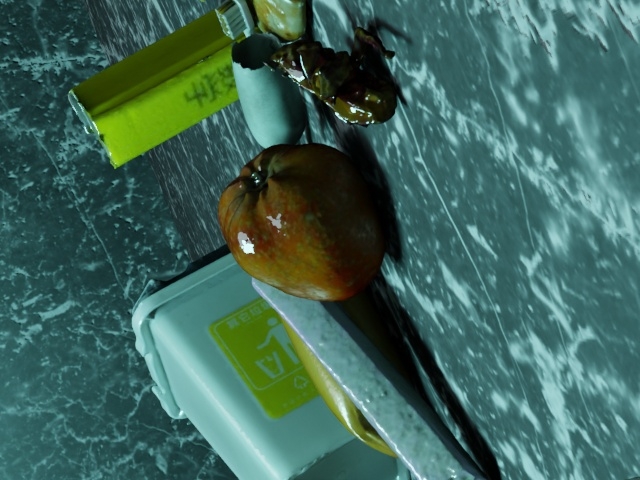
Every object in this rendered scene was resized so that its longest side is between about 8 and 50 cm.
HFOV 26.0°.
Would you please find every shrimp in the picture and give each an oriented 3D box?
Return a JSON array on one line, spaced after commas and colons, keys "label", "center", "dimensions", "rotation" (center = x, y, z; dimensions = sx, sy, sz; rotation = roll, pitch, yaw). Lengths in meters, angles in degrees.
[{"label": "shrimp", "center": [-0.096, -0.320, 1.326], "dimensions": [0.294, 0.062, 0.154], "rotation": [54, 163, 1]}]

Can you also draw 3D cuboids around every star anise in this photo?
[{"label": "star anise", "center": [0.024, -0.139, 1.148], "dimensions": [0.097, 0.070, 0.190], "rotation": [42, 175, -18]}]

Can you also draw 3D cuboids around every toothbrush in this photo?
[{"label": "toothbrush", "center": [-0.049, -0.140, 1.462], "dimensions": [0.025, 0.030, 0.342], "rotation": [42, 167, 31]}]

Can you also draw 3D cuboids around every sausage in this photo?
[{"label": "sausage", "center": [0.030, 0.122, 1.533], "dimensions": [0.112, 0.112, 0.328], "rotation": [86, 159, -59]}]

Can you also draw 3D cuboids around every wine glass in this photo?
[{"label": "wine glass", "center": [-0.039, -0.111, 1.421], "dimensions": [0.074, 0.074, 0.262], "rotation": [59, 171, 38]}]

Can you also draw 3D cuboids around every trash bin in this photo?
[{"label": "trash bin", "center": [-0.055, 0.205, 1.811], "dimensions": [0.368, 0.255, 0.296], "rotation": [48, 158, 37]}]

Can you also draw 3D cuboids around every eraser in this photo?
[{"label": "eraser", "center": [-0.165, -0.179, 1.565], "dimensions": [0.069, 0.226, 0.158], "rotation": [63, 172, -26]}]

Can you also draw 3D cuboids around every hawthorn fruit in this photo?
[{"label": "hawthorn fruit", "center": [0.000, 0.000, 1.373], "dimensions": [0.203, 0.162, 0.162], "rotation": [43, -177, -31]}]

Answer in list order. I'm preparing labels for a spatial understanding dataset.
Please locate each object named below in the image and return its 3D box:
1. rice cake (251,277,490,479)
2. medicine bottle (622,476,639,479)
[{"label": "rice cake", "center": [0.046, 0.139, 1.421], "dimensions": [0.365, 0.056, 0.072], "rotation": [49, -171, 28]}, {"label": "medicine bottle", "center": [0.216, 0.326, 0.759], "dimensions": [0.213, 0.213, 0.379], "rotation": [-131, 21, -58]}]
